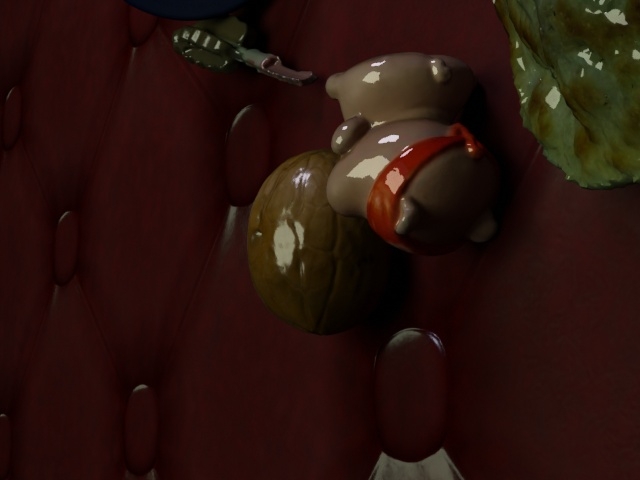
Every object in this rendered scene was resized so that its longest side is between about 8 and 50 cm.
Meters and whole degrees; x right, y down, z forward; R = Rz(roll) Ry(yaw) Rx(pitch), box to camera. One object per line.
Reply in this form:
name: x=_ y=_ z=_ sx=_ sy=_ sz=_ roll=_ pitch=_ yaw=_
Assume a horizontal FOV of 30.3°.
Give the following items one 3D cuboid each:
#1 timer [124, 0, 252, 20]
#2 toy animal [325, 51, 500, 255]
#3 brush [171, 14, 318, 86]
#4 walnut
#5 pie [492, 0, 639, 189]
timer: x=-0.185 y=-0.515 z=1.634 sx=0.270 sy=0.270 sz=0.383 roll=-56 pitch=28 yaw=37
toy animal: x=0.094 y=-0.082 z=1.155 sx=0.171 sy=0.171 sz=0.198 roll=-33 pitch=59 yaw=52
brush: x=-0.095 y=-0.243 z=1.564 sx=0.301 sy=0.084 sz=0.071 roll=31 pitch=146 yaw=49
walnut: x=0.000 y=0.000 z=1.289 sx=0.167 sy=0.167 sz=0.207 roll=-15 pitch=70 yaw=57
pie: x=0.250 y=-0.226 z=0.893 sx=0.395 sy=0.180 sz=0.418 roll=-26 pitch=76 yaw=61
